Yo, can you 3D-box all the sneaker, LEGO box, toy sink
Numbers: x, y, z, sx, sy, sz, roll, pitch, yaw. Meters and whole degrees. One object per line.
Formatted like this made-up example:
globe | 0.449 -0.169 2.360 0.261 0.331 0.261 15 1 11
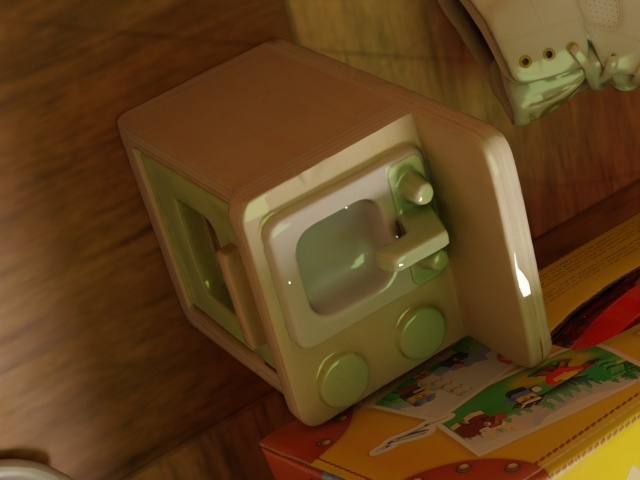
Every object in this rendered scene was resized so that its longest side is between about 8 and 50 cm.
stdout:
sneaker | 0.200 -0.109 1.020 0.169 0.292 0.108 -43 170 -7
LEGO box | 0.254 0.187 1.016 0.500 0.193 0.373 -29 113 -29
toy sink | 0.000 0.000 0.915 0.131 0.234 0.153 -30 123 -21

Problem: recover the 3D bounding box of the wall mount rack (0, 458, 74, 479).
wall mount rack | -0.253 0.214 0.843 0.304 0.130 0.350 34 53 -5
